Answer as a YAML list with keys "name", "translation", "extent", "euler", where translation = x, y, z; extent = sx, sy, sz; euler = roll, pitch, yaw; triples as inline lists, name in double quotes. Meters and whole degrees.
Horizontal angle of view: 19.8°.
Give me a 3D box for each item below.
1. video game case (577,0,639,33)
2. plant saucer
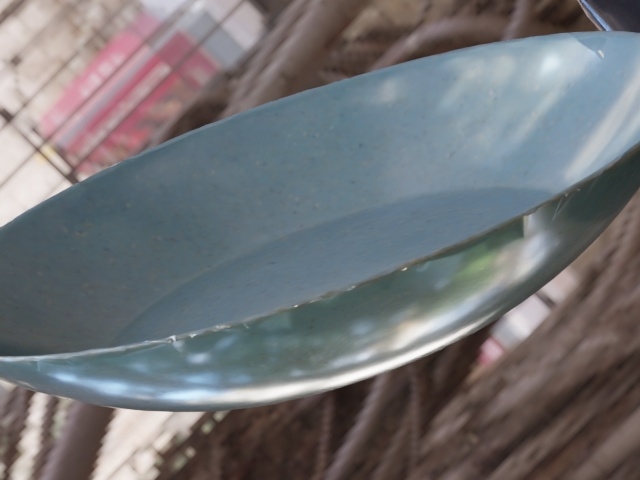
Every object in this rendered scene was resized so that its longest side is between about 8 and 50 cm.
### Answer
- name: "video game case"
  translation: [0.199, 0.062, 0.549]
  extent: [0.248, 0.035, 0.275]
  euler: [48, -173, -46]
- name: "plant saucer"
  translation: [0.000, 0.000, 0.440]
  extent: [0.195, 0.195, 0.037]
  euler: [-138, 29, -73]
